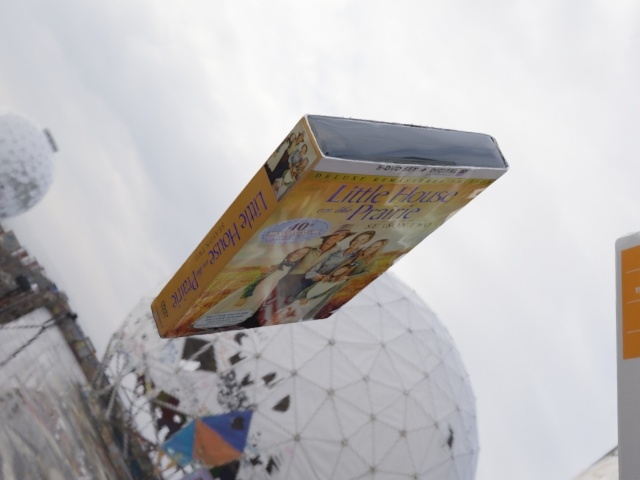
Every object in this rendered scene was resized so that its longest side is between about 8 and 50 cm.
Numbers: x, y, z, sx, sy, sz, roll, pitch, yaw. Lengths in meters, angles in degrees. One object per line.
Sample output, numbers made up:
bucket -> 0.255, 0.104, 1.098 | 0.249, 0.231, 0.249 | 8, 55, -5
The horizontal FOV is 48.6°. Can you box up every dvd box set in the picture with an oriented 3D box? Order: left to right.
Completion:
dvd box set -> 0.000, 0.000, 0.925 | 0.420, 0.307, 0.062 | -44, -121, 42

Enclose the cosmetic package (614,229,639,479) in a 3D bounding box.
cosmetic package -> 0.414, 0.196, 0.658 | 0.230, 0.161, 0.453 | 140, -42, -67
